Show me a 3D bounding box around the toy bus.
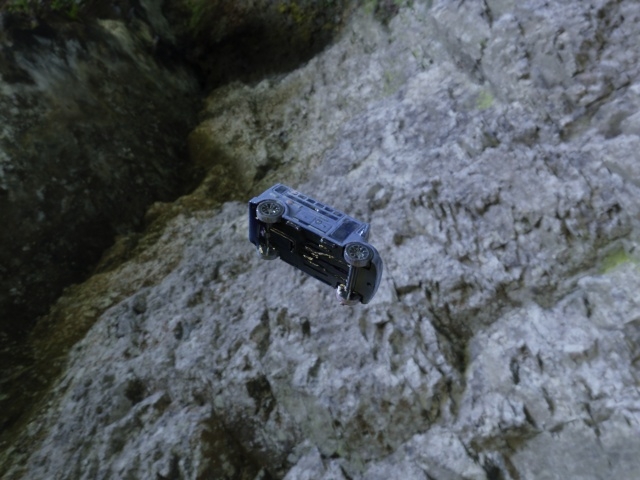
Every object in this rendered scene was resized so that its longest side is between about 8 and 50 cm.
[{"bbox_3d":[0.000,0.000,0.565,0.168,0.073,0.076,27,-134,19],"label":"toy bus"}]
